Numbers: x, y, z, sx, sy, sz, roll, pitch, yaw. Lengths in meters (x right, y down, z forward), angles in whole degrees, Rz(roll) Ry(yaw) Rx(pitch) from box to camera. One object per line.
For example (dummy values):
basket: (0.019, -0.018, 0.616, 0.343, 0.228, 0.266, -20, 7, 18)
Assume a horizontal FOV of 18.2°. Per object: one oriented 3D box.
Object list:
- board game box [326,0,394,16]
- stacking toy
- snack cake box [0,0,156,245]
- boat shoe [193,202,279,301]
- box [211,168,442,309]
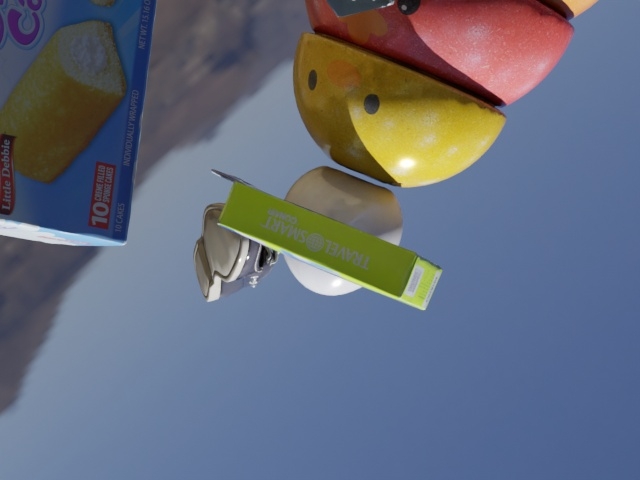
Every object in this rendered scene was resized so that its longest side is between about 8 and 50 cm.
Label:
board game box: (-0.018, -0.185, 0.701, 0.026, 0.186, 0.126, -10, -127, 27)
stacking toy: (0.092, -0.171, 1.871, 0.350, 0.350, 0.480, -154, -96, -83)
snack cake box: (-0.195, -0.137, 1.299, 0.152, 0.264, 0.089, 11, 173, -43)
boat shoe: (-0.074, 0.006, 1.883, 0.065, 0.075, 0.206, -13, 167, -15)
box: (0.000, 0.000, 1.566, 0.042, 0.178, 0.109, -67, 165, -1)
